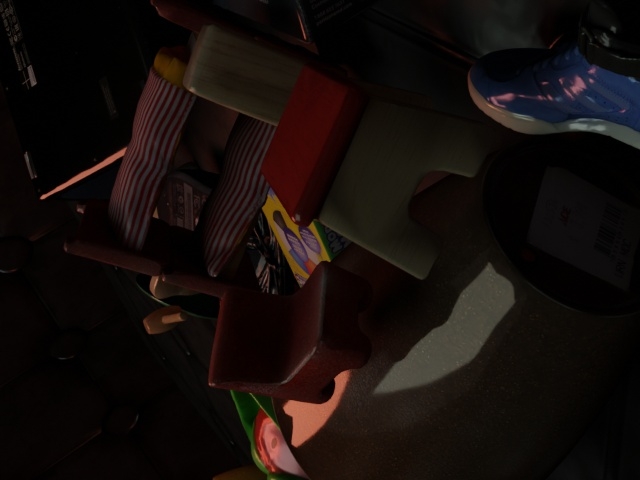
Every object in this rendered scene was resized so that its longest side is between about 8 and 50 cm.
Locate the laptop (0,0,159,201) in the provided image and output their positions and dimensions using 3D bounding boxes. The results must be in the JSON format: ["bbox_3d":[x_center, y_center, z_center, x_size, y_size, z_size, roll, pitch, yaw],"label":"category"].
[{"bbox_3d":[-0.259,-0.258,0.973,0.408,0.236,0.382,-17,90,42],"label":"laptop"}]

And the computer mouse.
[{"bbox_3d":[-0.110,-0.011,1.049,0.272,0.072,0.188,28,124,41],"label":"computer mouse"}]

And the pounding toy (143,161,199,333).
[{"bbox_3d":[-0.183,0.031,1.244,0.155,0.154,0.269,46,140,28],"label":"pounding toy"}]

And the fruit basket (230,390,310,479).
[{"bbox_3d":[-0.010,0.332,0.950,0.392,0.392,0.283,43,157,33],"label":"fruit basket"}]

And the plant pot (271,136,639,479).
[{"bbox_3d":[0.100,0.048,0.508,0.215,0.215,0.230,51,148,15],"label":"plant pot"}]

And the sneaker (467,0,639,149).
[{"bbox_3d":[0.128,-0.089,0.386,0.152,0.058,0.084,30,155,44],"label":"sneaker"}]

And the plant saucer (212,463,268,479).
[{"bbox_3d":[0.055,0.425,1.191,0.333,0.081,0.333,40,-170,34],"label":"plant saucer"}]

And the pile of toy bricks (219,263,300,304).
[{"bbox_3d":[-0.087,0.079,1.121,0.212,0.105,0.118,32,150,50],"label":"pile of toy bricks"}]

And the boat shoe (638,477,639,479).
[{"bbox_3d":[0.236,0.248,0.588,0.123,0.116,0.324,44,158,31],"label":"boat shoe"}]

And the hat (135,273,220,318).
[{"bbox_3d":[-0.228,0.020,1.497,0.208,0.183,0.173,19,-169,-31],"label":"hat"}]

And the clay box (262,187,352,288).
[{"bbox_3d":[0.000,0.000,0.858,0.127,0.053,0.222,25,143,58],"label":"clay box"}]

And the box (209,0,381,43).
[{"bbox_3d":[-0.035,-0.226,0.509,0.156,0.093,0.158,35,153,45],"label":"box"}]

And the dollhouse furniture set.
[{"bbox_3d":[-0.065,-0.037,0.528,0.152,0.201,0.374,19,-167,-17],"label":"dollhouse furniture set"}]
